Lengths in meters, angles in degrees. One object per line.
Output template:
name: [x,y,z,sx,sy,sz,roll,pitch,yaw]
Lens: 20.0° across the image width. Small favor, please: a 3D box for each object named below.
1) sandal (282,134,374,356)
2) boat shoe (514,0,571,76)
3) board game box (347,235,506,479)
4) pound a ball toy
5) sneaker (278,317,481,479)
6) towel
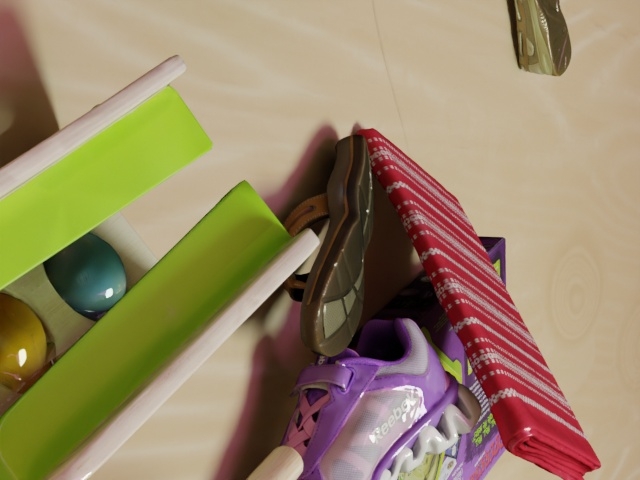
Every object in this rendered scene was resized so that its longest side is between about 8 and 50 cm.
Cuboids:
sandal: [0.000,0.000,1.247,0.219,0.060,0.090,-81,169,-51]
boat shoe: [0.198,-0.226,1.710,0.056,0.048,0.153,-47,131,-39]
board game box: [0.083,0.142,1.489,0.347,0.056,0.208,-37,124,-62]
pound a ball toy: [-0.113,0.072,0.824,0.208,0.136,0.319,53,32,-6]
sneaker: [0.008,0.130,1.228,0.236,0.095,0.104,-38,113,-40]
towel: [0.119,0.055,1.382,0.275,0.031,0.199,64,13,25]
